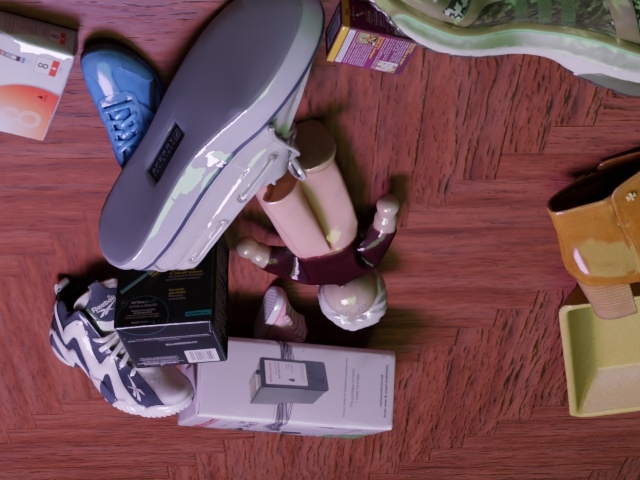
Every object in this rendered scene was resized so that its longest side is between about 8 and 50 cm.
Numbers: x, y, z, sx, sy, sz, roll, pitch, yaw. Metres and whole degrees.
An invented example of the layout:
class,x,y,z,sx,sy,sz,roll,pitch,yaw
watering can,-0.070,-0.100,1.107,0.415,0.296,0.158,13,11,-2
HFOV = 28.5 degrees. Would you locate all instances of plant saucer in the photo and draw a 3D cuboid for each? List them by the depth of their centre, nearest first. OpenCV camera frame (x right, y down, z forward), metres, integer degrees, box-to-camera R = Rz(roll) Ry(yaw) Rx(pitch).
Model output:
class,x,y,z,sx,sy,sz,roll,pitch,yaw
plant saucer,0.503,0.123,1.760,0.333,0.081,0.332,-9,145,9

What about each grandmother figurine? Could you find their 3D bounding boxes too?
class,x,y,z,sx,sy,sz,roll,pitch,yaw
grandmother figurine,0.000,0.000,1.538,0.208,0.104,0.342,-6,143,20

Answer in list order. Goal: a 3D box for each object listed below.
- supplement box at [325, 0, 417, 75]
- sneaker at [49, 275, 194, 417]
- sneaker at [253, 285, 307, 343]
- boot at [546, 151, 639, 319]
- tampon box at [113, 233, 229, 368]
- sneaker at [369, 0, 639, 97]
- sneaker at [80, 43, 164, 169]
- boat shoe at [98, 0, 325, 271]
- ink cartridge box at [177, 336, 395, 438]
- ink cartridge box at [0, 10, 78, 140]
class,x,y,z,sx,sy,sz,roll,pitch,yaw
supplement box,0.052,-0.208,1.286,0.083,0.043,0.055,10,143,-16
sneaker,-0.266,0.125,1.647,0.094,0.235,0.153,-36,145,-32
sneaker,-0.046,0.104,1.723,0.070,0.051,0.134,7,149,-12
boot,0.434,-0.029,1.527,0.295,0.104,0.211,-23,128,6
tampon box,-0.180,0.061,1.555,0.121,0.161,0.101,-5,146,6
sneaker,0.204,-0.266,1.149,0.410,0.158,0.182,7,135,-26
sneaker,-0.200,-0.123,1.361,0.069,0.082,0.209,-8,143,12
boat shoe,-0.079,-0.102,1.322,0.156,0.136,0.367,11,123,-44
ink cartridge box,-0.053,0.209,1.768,0.273,0.114,0.198,6,166,-13
ink cartridge box,-0.355,-0.179,1.303,0.179,0.045,0.145,10,143,-21
